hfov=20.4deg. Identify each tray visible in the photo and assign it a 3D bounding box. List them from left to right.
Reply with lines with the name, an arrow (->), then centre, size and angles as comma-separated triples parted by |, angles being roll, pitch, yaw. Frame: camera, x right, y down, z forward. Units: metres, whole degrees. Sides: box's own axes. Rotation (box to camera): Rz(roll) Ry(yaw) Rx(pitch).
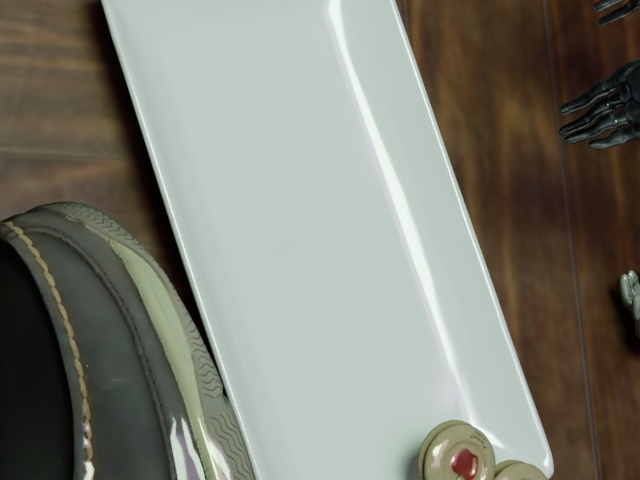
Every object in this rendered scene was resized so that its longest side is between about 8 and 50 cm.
tray -> 0.000, 0.000, 0.792 | 0.145, 0.030, 0.270 | -16, 84, -28

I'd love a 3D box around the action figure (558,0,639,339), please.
action figure -> 0.211, -0.032, 0.851 | 0.276, 0.141, 0.164 | 39, 51, -42

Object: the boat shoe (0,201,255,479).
boat shoe -> -0.093, 0.159, 0.645 | 0.130, 0.132, 0.355 | -7, 79, -28

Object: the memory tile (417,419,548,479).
memory tile -> 0.085, 0.156, 0.781 | 0.148, 0.012, 0.113 | 33, 74, -27
